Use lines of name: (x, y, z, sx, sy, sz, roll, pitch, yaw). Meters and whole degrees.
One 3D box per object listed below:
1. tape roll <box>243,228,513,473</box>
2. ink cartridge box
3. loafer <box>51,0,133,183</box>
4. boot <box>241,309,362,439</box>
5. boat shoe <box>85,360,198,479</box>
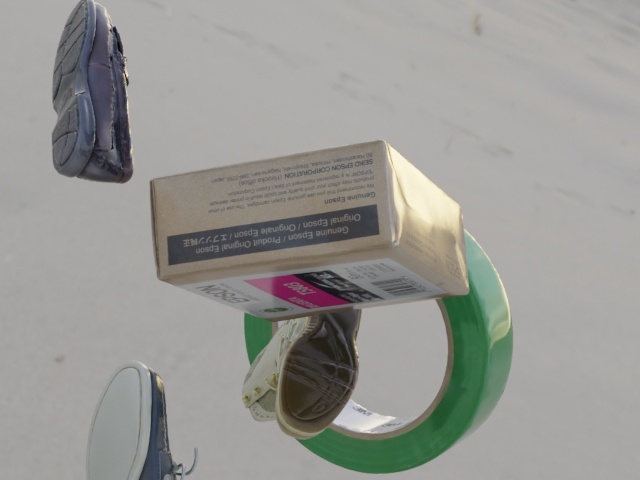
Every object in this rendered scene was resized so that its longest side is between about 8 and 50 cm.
tape roll: (0.063, 0.108, 1.521, 0.321, 0.321, 0.077, 31, 23, 24)
ink cartridge box: (0.000, 0.000, 1.062, 0.193, 0.088, 0.235, -10, -14, 19)
loafer: (-0.297, -0.193, 1.727, 0.095, 0.109, 0.302, 21, 45, -30)
boot: (-0.028, 0.148, 1.341, 0.077, 0.165, 0.213, 27, 42, -12)
boat shoe: (-0.174, 0.247, 1.271, 0.079, 0.254, 0.095, 12, -19, -40)
